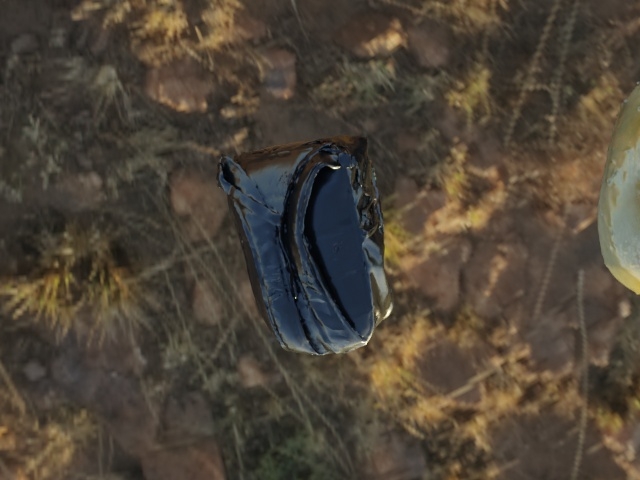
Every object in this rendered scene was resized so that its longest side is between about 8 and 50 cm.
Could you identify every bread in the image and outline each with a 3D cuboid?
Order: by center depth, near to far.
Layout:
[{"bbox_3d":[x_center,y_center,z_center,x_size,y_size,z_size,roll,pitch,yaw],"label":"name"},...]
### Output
[{"bbox_3d":[0.467,-0.072,1.675,0.305,0.159,0.305,-13,108,-47],"label":"bread"}]

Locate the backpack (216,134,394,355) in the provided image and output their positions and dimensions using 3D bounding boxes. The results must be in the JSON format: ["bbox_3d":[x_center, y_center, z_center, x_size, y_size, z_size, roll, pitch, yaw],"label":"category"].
[{"bbox_3d":[-0.003,0.002,1.009,0.120,0.106,0.165,-2,108,31],"label":"backpack"}]
